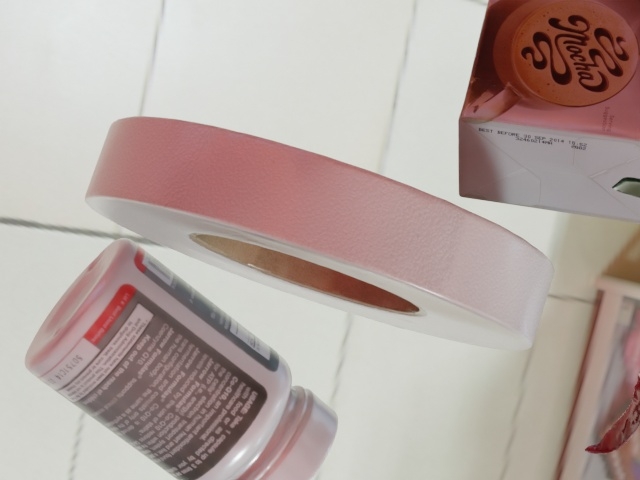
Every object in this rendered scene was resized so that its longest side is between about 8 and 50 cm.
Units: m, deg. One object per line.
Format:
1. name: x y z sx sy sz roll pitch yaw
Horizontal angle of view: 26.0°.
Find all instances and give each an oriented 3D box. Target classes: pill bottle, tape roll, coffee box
1. pill bottle: -0.133 0.142 1.368 0.283 0.161 0.161 39 72 -14
2. tape roll: 0.000 0.000 1.143 0.392 0.392 0.072 24 80 -42
3. coffee box: 0.229 -0.175 1.214 0.119 0.168 0.297 82 21 -56

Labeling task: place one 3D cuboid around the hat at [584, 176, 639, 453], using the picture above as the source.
1. hat: 0.223 0.073 0.752 0.208 0.173 0.183 -1 108 -64
